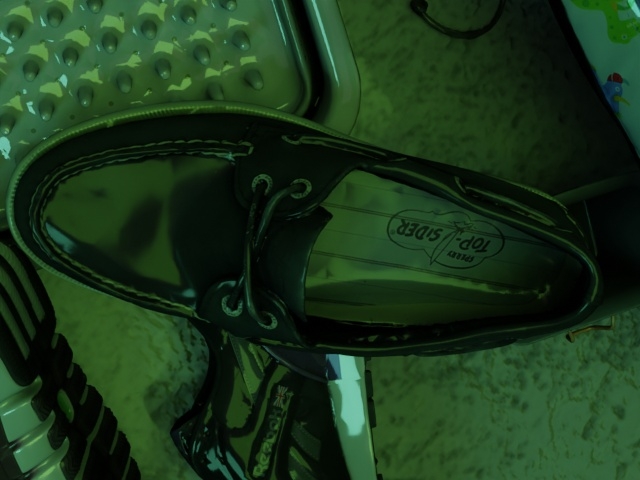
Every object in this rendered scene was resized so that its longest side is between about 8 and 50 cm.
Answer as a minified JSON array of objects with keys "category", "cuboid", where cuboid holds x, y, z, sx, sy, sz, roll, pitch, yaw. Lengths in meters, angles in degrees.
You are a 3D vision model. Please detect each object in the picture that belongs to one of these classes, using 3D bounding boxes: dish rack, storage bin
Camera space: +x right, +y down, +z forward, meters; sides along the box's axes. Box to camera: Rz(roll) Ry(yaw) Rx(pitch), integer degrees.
[{"category":"dish rack","cuboid":[-0.151,-0.163,0.825,0.286,0.072,0.332,-20,110,-3]},{"category":"storage bin","cuboid":[0.153,0.013,0.957,0.135,0.091,0.098,-18,100,-13]}]

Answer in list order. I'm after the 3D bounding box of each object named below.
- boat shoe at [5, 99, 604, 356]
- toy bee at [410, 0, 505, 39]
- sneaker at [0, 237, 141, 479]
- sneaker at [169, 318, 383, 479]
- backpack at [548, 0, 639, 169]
[{"category":"boat shoe","cuboid":[0.000,0.004,0.809,0.340,0.113,0.127,13,101,-15]},{"category":"toy bee","cuboid":[0.073,-0.283,0.873,0.298,0.162,0.195,43,81,-15]},{"category":"sneaker","cuboid":[-0.211,0.133,0.873,0.163,0.106,0.281,-13,115,12]},{"category":"sneaker","cuboid":[-0.030,0.143,0.918,0.124,0.107,0.283,-7,87,-12]},{"category":"backpack","cuboid":[0.270,-0.134,0.864,0.355,0.273,0.290,44,48,-12]}]
